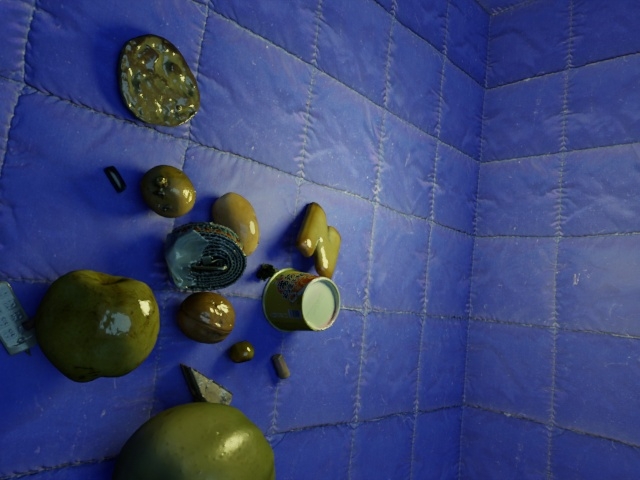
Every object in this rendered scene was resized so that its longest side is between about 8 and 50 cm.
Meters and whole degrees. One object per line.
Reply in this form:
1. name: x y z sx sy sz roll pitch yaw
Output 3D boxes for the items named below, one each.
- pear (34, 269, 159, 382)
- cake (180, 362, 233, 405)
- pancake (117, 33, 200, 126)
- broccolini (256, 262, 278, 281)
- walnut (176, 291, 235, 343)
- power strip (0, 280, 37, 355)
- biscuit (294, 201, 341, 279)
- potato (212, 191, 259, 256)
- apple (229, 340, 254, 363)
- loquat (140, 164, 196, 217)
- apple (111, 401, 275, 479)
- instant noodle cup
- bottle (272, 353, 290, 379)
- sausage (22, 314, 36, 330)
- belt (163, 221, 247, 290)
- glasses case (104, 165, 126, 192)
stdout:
1. pear: -0.589 0.230 1.280 0.304 0.304 0.303 1 89 -44
2. cake: -0.376 0.486 1.617 0.117 0.086 0.220 -29 109 -40
3. pancake: -0.516 -0.502 1.523 0.295 0.050 0.293 -3 94 -47
4. broccolini: -0.179 0.121 1.750 0.058 0.201 0.073 34 79 -20
5. walnut: -0.372 0.254 1.577 0.207 0.168 0.167 27 71 -43
6. power strip: -0.805 0.206 1.241 0.080 0.029 0.226 -35 113 -39
7. biscuit: 0.000 0.000 1.950 0.236 0.062 0.290 54 32 -26
8. potato: -0.292 -0.054 1.683 0.150 0.146 0.233 -37 119 -74
9. apple: -0.281 0.399 1.709 0.090 0.090 0.074 -11 82 -44
10. loquat: -0.471 -0.153 1.475 0.150 0.204 0.172 -36 85 -6
11. apple: -0.360 0.702 1.395 0.474 0.474 0.472 1 89 -44
12. instant noodle cup: -0.063 0.235 1.850 0.265 0.200 0.263 2 87 -44
13. bottle: -0.154 0.489 1.864 0.045 0.045 0.096 -33 111 -40
14. sausage: -0.742 0.197 1.284 0.026 0.026 0.116 67 28 -20
15. belt: -0.371 0.048 1.540 0.258 0.150 0.206 4 109 -18
16. glasses case: -0.613 -0.185 1.440 0.033 0.023 0.083 -41 117 -35
